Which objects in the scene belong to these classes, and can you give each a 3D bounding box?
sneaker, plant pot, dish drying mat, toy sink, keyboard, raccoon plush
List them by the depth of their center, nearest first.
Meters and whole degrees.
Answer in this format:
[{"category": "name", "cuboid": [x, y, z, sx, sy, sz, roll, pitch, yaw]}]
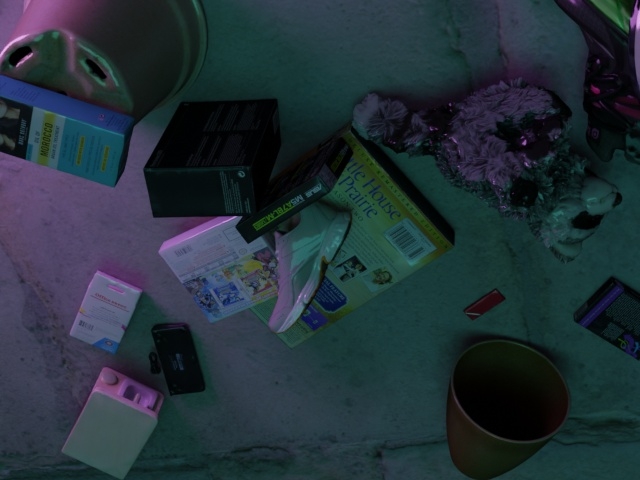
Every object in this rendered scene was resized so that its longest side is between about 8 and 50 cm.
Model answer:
[{"category": "sneaker", "cuboid": [0.506, -0.234, 1.738, 0.202, 0.185, 0.483, -30, 111, 23]}, {"category": "plant pot", "cuboid": [-0.379, -0.296, 1.760, 0.333, 0.305, 0.334, 4, 123, 6]}, {"category": "raccoon plush", "cuboid": [0.307, -0.138, 1.873, 0.446, 0.216, 0.299, 29, 168, 36]}, {"category": "sneaker", "cuboid": [-0.046, 0.043, 1.961, 0.121, 0.099, 0.262, 28, 99, 3]}, {"category": "dish drying mat", "cuboid": [0.322, 0.127, 2.097, 0.083, 0.008, 0.032, -37, 110, 27]}, {"category": "plant pot", "cuboid": [0.345, 0.367, 2.137, 0.237, 0.237, 0.254, 14, 137, 0]}, {"category": "keyboard", "cuboid": [-0.315, 0.255, 2.268, 0.108, 0.023, 0.180, -7, 120, 6]}, {"category": "toy sink", "cuboid": [-0.437, 0.377, 2.300, 0.152, 0.131, 0.234, 26, 127, -8]}]

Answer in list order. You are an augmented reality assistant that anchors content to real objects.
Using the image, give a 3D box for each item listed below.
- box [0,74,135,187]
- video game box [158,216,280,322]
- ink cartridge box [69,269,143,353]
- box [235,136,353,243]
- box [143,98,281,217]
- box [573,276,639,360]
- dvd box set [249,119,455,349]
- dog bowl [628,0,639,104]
[{"category": "box", "cuboid": [-0.414, -0.170, 1.626, 0.244, 0.060, 0.101, 17, 123, -2]}, {"category": "video game box", "cuboid": [-0.172, 0.046, 2.028, 0.205, 0.048, 0.187, -23, 113, 22]}, {"category": "ink cartridge box", "cuboid": [-0.434, 0.135, 2.185, 0.104, 0.062, 0.181, 24, 123, -7]}, {"category": "box", "cuboid": [-0.042, -0.089, 1.838, 0.184, 0.191, 0.045, -34, 103, 25]}, {"category": "box", "cuboid": [-0.180, -0.146, 1.850, 0.184, 0.261, 0.103, 2, 122, 8]}, {"category": "box", "cuboid": [0.590, 0.153, 2.061, 0.162, 0.029, 0.116, 32, 122, -10]}, {"category": "dvd box set", "cuboid": [0.000, 0.000, 2.035, 0.420, 0.062, 0.307, -35, 111, 26]}, {"category": "dog bowl", "cuboid": [0.665, -0.304, 1.573, 0.407, 0.150, 0.408, -7, 109, -21]}]
